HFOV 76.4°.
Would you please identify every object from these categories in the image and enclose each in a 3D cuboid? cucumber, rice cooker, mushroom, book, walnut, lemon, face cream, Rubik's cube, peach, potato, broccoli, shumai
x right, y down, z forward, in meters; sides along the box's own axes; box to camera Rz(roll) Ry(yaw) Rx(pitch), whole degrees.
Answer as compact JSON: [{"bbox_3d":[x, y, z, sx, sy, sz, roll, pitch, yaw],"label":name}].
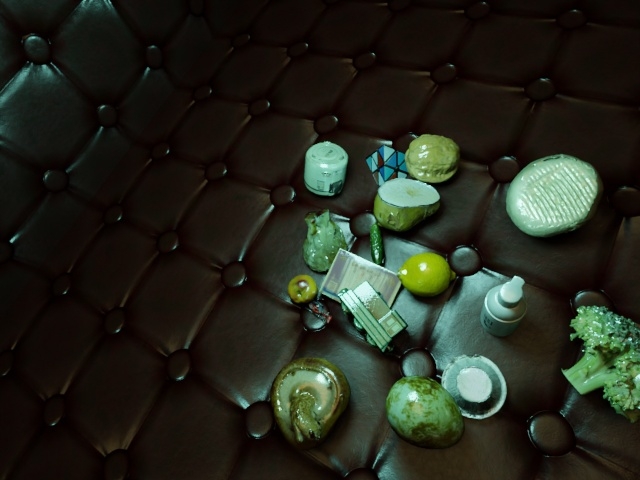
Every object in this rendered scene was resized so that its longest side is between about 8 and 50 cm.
[{"bbox_3d":[0.263,0.013,1.897,0.069,0.069,0.227,-9,61,13],"label":"cucumber"},{"bbox_3d":[0.029,-0.352,2.053,0.226,0.244,0.226,5,47,-5],"label":"rice cooker"},{"bbox_3d":[-0.043,0.620,1.586,0.345,0.259,0.345,-7,64,14],"label":"mushroom"},{"bbox_3d":[0.181,0.197,1.820,0.322,0.018,0.228,25,85,18],"label":"book"},{"bbox_3d":[0.530,-0.382,1.908,0.257,0.224,0.257,1,69,-4],"label":"walnut"},{"bbox_3d":[0.441,0.143,1.709,0.244,0.187,0.187,-2,64,5],"label":"lemon"},{"bbox_3d":[0.669,0.237,1.481,0.145,0.369,0.145,-8,62,15],"label":"face cream"},{"bbox_3d":[0.355,-0.397,1.970,0.250,0.234,0.284,-18,60,8],"label":"Rubik's cube"},{"bbox_3d":[-0.080,0.221,1.871,0.138,0.138,0.138,-7,63,14],"label":"peach"},{"bbox_3d":[0.383,-0.149,1.879,0.300,0.196,0.246,-9,44,-18],"label":"potato"},{"bbox_3d":[0.996,0.407,1.364,0.338,0.277,0.317,26,94,35],"label":"broccoli"},{"bbox_3d":[0.000,0.000,1.911,0.222,0.203,0.272,-16,65,11],"label":"shumai"}]

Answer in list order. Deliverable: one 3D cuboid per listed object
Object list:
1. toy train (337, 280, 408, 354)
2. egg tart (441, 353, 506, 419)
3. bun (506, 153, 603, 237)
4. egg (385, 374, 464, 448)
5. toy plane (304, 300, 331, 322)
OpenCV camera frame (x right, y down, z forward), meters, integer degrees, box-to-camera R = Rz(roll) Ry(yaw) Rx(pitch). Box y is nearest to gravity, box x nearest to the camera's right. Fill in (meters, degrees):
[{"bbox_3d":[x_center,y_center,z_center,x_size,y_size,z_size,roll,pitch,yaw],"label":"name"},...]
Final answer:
[{"bbox_3d":[0.218,0.314,1.712,0.178,0.138,0.330,-37,69,-5],"label":"toy train"},{"bbox_3d":[0.574,0.543,1.524,0.234,0.094,0.234,-7,66,15],"label":"egg tart"},{"bbox_3d":[0.961,-0.172,1.687,0.360,0.211,0.359,-9,69,24],"label":"bun"},{"bbox_3d":[0.376,0.623,1.469,0.289,0.238,0.238,29,75,3],"label":"egg"},{"bbox_3d":[-0.008,0.319,1.847,0.145,0.037,0.060,29,98,25],"label":"toy plane"}]
